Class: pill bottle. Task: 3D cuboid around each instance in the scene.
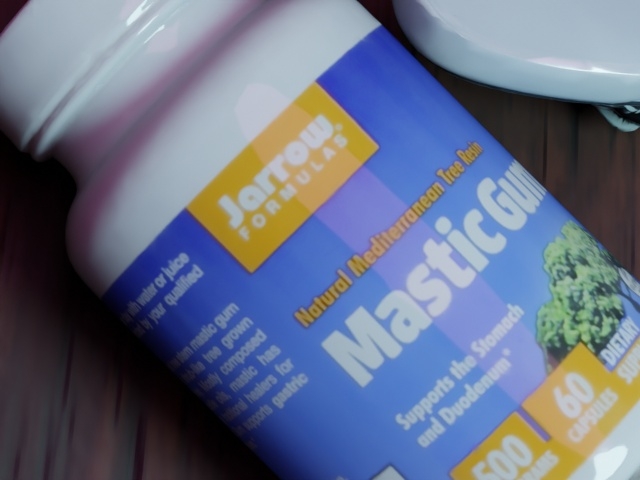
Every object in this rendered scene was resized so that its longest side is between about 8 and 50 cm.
[{"bbox_3d":[0.000,0.000,0.748,0.272,0.152,0.152,45,62,-2],"label":"pill bottle"}]

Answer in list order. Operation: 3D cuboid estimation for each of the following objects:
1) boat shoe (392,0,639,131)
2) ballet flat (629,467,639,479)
[{"bbox_3d":[0.154,-0.093,0.866,0.301,0.102,0.108,-10,61,-32],"label":"boat shoe"},{"bbox_3d":[0.177,0.121,0.813,0.280,0.095,0.096,-17,68,-36],"label":"ballet flat"}]
